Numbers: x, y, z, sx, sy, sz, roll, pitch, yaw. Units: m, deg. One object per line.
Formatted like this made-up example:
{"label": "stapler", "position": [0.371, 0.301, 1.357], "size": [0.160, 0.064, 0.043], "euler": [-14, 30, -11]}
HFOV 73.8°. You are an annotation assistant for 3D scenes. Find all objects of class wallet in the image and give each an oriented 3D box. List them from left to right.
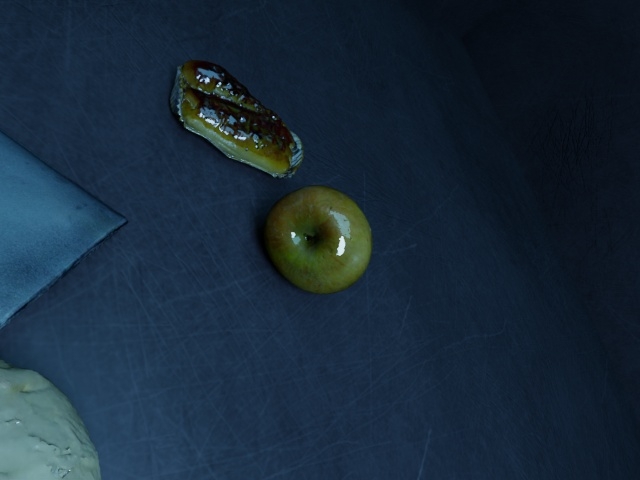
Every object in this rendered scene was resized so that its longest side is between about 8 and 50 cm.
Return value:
{"label": "wallet", "position": [-0.347, -0.044, 0.403], "size": [0.251, 0.054, 0.290], "euler": [43, 18, -17]}

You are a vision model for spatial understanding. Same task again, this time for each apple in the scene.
{"label": "apple", "position": [0.000, 0.000, 0.708], "size": [0.183, 0.182, 0.155], "euler": [60, 11, 6]}

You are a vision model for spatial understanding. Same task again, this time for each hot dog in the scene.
{"label": "hot dog", "position": [-0.144, -0.215, 0.777], "size": [0.270, 0.081, 0.163], "euler": [29, 48, -29]}

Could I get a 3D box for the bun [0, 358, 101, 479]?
{"label": "bun", "position": [-0.293, 0.204, 0.290], "size": [0.287, 0.146, 0.288], "euler": [27, 47, -33]}
